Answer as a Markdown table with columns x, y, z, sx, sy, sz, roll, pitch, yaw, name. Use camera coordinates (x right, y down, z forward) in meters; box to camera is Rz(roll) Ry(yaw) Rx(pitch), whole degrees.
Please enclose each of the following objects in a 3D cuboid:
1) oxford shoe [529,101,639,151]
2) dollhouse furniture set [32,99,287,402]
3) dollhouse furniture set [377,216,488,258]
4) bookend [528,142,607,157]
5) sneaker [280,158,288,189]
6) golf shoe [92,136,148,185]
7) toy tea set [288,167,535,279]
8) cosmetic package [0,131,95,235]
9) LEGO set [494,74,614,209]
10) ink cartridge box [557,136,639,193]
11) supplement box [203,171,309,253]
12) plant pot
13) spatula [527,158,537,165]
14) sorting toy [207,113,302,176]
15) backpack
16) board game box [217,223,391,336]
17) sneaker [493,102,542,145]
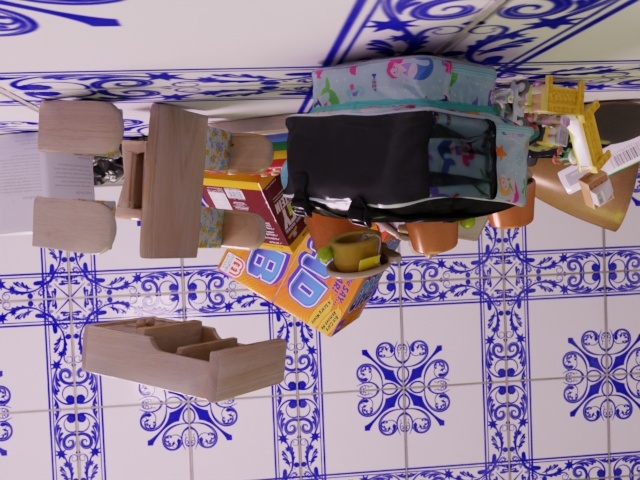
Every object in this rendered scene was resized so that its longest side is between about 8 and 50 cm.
| x | y | z | sx | sy | sz | roll | pitch | yaw | name |
| --- | --- | --- | --- | --- | --- | --- | --- | --- | --- |
| 0.448 | -0.205 | 1.273 | 0.212 | 0.076 | 0.076 | -4 | -148 | 14 | oxford shoe |
| -0.191 | 0.007 | 1.107 | 0.256 | 0.394 | 0.362 | 6 | -177 | 28 | dollhouse furniture set |
| 0.191 | -0.150 | 1.616 | 0.173 | 0.303 | 0.355 | 7 | -155 | -45 | dollhouse furniture set |
| 0.511 | -0.202 | 1.468 | 0.157 | 0.072 | 0.156 | -5 | -177 | -36 | bookend |
| 0.087 | -0.164 | 1.183 | 0.208 | 0.127 | 0.319 | -30 | -177 | -35 | sneaker |
| -0.351 | -0.170 | 1.544 | 0.272 | 0.105 | 0.120 | 5 | -159 | 25 | golf shoe |
| 0.124 | -0.059 | 1.022 | 0.336 | 0.124 | 0.200 | -16 | -163 | -18 | toy tea set |
| -0.529 | -0.103 | 1.419 | 0.151 | 0.184 | 0.151 | -2 | -178 | 16 | cosmetic package |
| 0.315 | -0.150 | 1.057 | 0.107 | 0.132 | 0.287 | 8 | 167 | 47 | LEGO set |
| 0.580 | -0.163 | 1.418 | 0.224 | 0.056 | 0.181 | -17 | 169 | -41 | ink cartridge box |
| -0.134 | -0.094 | 1.646 | 0.191 | 0.194 | 0.129 | 8 | -134 | 36 | supplement box |
| 0.644 | -0.162 | 1.911 | 0.254 | 0.237 | 0.237 | 12 | -175 | 11 | plant pot |
| 0.478 | -0.213 | 1.695 | 0.084 | 0.030 | 0.296 | -1 | 166 | 11 | spatula |
| -0.080 | -0.167 | 1.403 | 0.255 | 0.089 | 0.257 | -1 | -177 | 31 | sorting toy |
| 0.107 | -0.103 | 0.839 | 0.253 | 0.191 | 0.225 | 6 | -179 | -40 | backpack |
| 0.000 | 0.000 | 2.079 | 0.356 | 0.357 | 0.356 | 30 | -170 | 12 | board game box |
| 0.242 | -0.163 | 1.214 | 0.223 | 0.083 | 0.098 | -12 | 174 | -18 | sneaker |
